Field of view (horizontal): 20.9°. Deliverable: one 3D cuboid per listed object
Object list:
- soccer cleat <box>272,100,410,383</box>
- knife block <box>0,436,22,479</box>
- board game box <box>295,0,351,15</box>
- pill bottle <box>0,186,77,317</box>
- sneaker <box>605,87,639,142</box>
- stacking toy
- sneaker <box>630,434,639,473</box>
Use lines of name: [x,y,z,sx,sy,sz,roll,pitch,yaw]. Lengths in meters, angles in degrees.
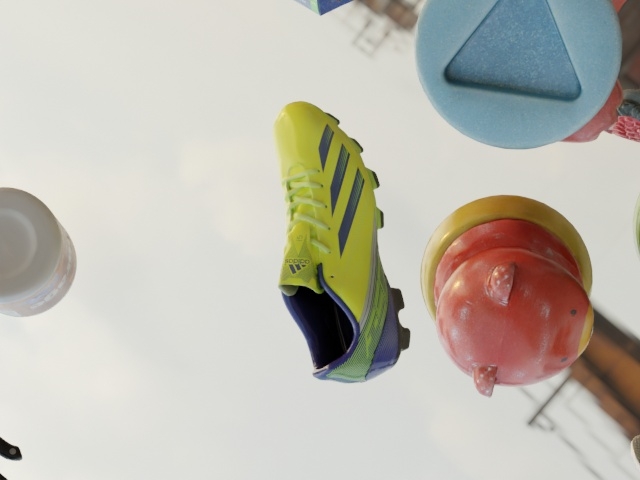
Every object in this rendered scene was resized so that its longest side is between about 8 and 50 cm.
soccer cleat: [0.001,0.000,1.699,0.121,0.093,0.289,-11,-99,-40]
knife block: [-0.402,0.197,1.562,0.275,0.242,0.088,-3,171,-11]
board game box: [-0.006,-0.319,1.917,0.136,0.035,0.201,-29,-140,-25]
pill bottle: [-0.325,0.018,1.854,0.121,0.121,0.216,39,173,4]
sneaker: [0.407,-0.176,2.070,0.104,0.125,0.262,15,-174,27]
stacking toy: [0.194,-0.049,1.122,0.279,0.309,0.130,-1,-164,8]
sneaker: [0.435,0.318,2.233,0.051,0.070,0.134,-13,-132,-19]
